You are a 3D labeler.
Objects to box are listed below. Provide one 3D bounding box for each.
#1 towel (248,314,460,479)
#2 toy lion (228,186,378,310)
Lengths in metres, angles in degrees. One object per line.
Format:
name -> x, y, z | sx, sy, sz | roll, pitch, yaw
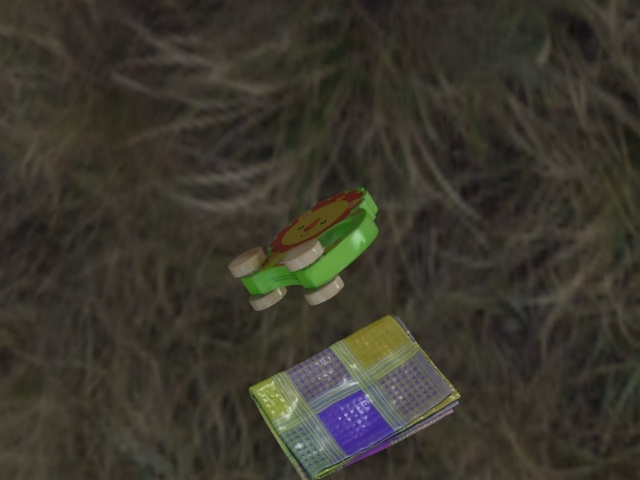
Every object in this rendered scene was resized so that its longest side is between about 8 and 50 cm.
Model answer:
towel -> 0.015, 0.071, 0.887 | 0.083, 0.060, 0.009 | -26, 149, -15
toy lion -> 0.000, 0.000, 1.132 | 0.096, 0.100, 0.034 | -41, 107, -28
